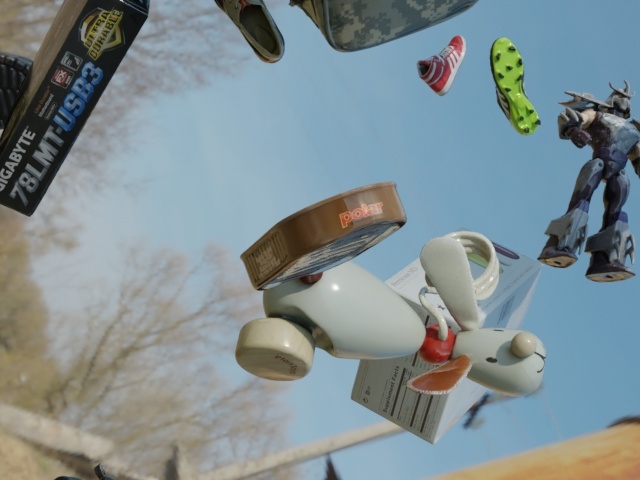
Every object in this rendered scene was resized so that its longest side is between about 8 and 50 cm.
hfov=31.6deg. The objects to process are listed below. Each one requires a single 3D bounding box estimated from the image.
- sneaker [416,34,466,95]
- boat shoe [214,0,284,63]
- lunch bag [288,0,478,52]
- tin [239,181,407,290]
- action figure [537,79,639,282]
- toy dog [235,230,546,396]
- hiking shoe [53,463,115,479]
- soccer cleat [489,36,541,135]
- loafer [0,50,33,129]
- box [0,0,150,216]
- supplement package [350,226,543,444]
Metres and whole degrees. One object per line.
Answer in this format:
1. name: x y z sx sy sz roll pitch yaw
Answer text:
1. sneaker: 0.207 -0.315 1.948 0.042 0.067 0.118 -5 -121 53
2. boat shoe: -0.086 -0.268 1.323 0.137 0.049 0.043 58 -3 -8
3. lunch bag: 0.032 -0.377 1.132 0.305 0.213 0.256 80 -16 -49
4. tin: 0.000 0.000 0.915 0.190 0.106 0.040 -37 -112 66
5. action figure: 0.386 -0.089 1.521 0.099 0.185 0.284 140 -32 -70
6. toy dog: 0.077 0.068 1.174 0.161 0.334 0.220 110 -27 -62
7. hiking shoe: -0.270 0.316 1.214 0.114 0.086 0.227 47 16 7
8. soccer cleat: 0.310 -0.254 1.872 0.072 0.060 0.178 36 -27 61
9. loafer: -0.606 -0.251 1.878 0.130 0.366 0.133 -45 132 -72
10. box: -0.289 -0.220 1.331 0.295 0.073 0.293 -53 -156 26
11. supplement package: 0.187 0.131 1.654 0.145 0.262 0.204 26 -59 22
